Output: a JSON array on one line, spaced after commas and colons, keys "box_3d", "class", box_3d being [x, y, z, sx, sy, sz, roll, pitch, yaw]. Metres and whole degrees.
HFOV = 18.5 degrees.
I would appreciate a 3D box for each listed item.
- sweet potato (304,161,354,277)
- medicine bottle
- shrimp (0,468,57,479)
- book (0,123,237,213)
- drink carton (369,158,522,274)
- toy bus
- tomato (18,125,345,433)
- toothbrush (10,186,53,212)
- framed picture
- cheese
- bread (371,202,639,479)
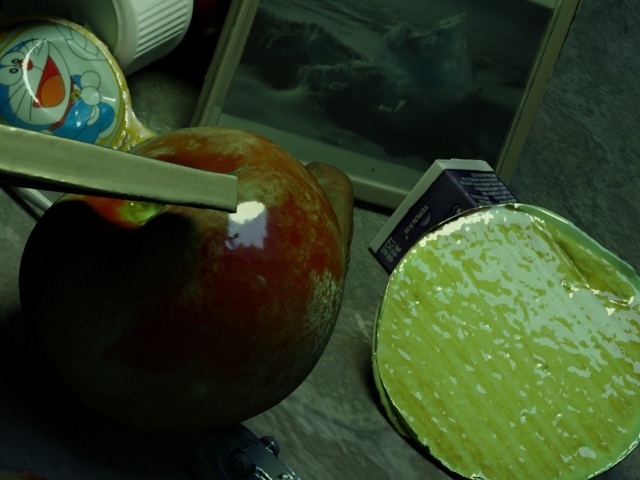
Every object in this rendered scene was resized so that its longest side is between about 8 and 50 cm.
[{"box_3d": [0.000, 0.000, 2.000, 0.075, 0.075, 0.273, 29, 29, -16], "class": "sweet potato"}, {"box_3d": [-0.170, -0.293, 2.108, 0.242, 0.242, 0.395, 41, 42, 8], "class": "medicine bottle"}, {"box_3d": [-0.193, 0.216, 1.458, 0.251, 0.052, 0.143, 1, 41, -48], "class": "shrimp"}, {"box_3d": [-0.310, -0.073, 1.499, 0.428, 0.039, 0.300, 8, -2, 44], "class": "book"}, {"box_3d": [0.176, 0.036, 2.086, 0.102, 0.134, 0.222, 0, 45, -53], "class": "drink carton"}, {"box_3d": [-0.041, 0.214, 1.630, 0.153, 0.061, 0.051, 44, 29, 15], "class": "toy bus"}, {"box_3d": [-0.104, 0.043, 1.619, 0.270, 0.270, 0.223, -95, 163, -56], "class": "tomato"}, {"box_3d": [-0.290, -0.061, 1.811, 0.288, 0.024, 0.021, 42, 25, 13], "class": "toothbrush"}, {"box_3d": [0.081, -0.197, 2.154, 0.446, 0.326, 0.028, 14, 10, -37], "class": "framed picture"}, {"box_3d": [-0.230, -0.116, 1.889, 0.270, 0.069, 0.177, 43, 52, -16], "class": "cheese"}, {"box_3d": [0.194, 0.110, 1.926, 0.301, 0.045, 0.301, 3, 70, -8], "class": "bread"}]
